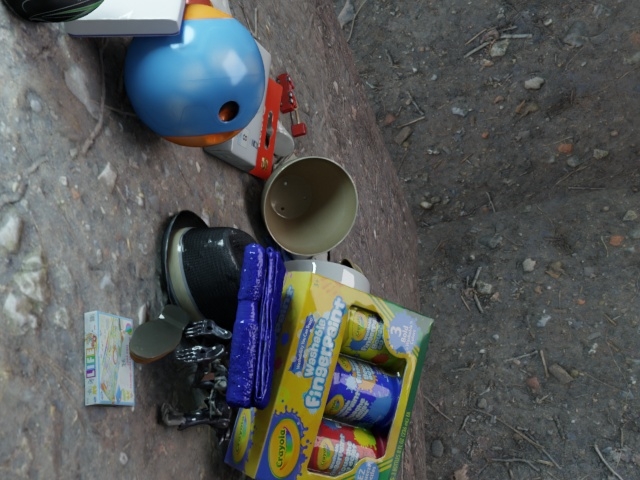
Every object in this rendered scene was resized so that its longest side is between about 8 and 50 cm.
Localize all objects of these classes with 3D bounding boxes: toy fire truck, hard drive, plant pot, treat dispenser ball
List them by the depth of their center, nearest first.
[{"bbox_3d":[-0.362,-0.519,1.359,0.040,0.210,0.318,88,2,-54],"label":"hard drive"},{"bbox_3d":[-0.258,-0.338,1.427,0.288,0.288,0.288,-12,90,-73],"label":"treat dispenser ball"},{"bbox_3d":[-0.057,-0.113,2.021,0.191,0.284,0.284,29,-40,65],"label":"plant pot"},{"bbox_3d":[-0.100,-0.473,2.418,0.135,0.047,0.192,38,42,-65],"label":"toy fire truck"}]

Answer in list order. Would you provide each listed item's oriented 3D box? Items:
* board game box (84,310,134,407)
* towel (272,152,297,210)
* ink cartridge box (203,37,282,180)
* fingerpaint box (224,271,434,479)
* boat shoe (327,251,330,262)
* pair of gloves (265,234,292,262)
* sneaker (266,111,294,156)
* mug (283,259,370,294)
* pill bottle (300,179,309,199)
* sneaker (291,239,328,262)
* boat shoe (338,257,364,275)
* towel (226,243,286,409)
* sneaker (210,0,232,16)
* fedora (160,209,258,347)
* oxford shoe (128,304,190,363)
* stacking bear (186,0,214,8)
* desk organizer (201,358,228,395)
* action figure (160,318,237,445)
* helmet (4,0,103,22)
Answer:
[{"bbox_3d":[-0.360,0.205,1.181,0.103,0.026,0.154,37,44,-65],"label":"board game box"},{"bbox_3d":[-0.083,-0.133,2.246,0.187,0.049,0.282,-56,133,-65],"label":"towel"},{"bbox_3d":[-0.170,-0.345,1.899,0.385,0.091,0.308,21,75,-67],"label":"ink cartridge box"},{"bbox_3d":[0.031,0.334,1.573,0.371,0.163,0.445,23,76,-29],"label":"fingerpaint box"},{"bbox_3d":[0.000,0.000,2.251,0.228,0.069,0.081,89,17,-56],"label":"boat shoe"},{"bbox_3d":[-0.117,0.063,2.042,0.198,0.023,0.159,5,72,-76],"label":"pair of gloves"},{"bbox_3d":[-0.146,-0.354,2.162,0.212,0.080,0.094,55,17,-49],"label":"sneaker"},{"bbox_3d":[-0.047,0.234,1.769,0.374,0.276,0.328,36,53,-46],"label":"mug"},{"bbox_3d":[-0.063,-0.185,2.147,0.067,0.067,0.120,-48,125,-69],"label":"pill bottle"},{"bbox_3d":[-0.020,0.092,2.173,0.290,0.106,0.123,55,28,-62],"label":"sneaker"},{"bbox_3d":[0.111,0.213,2.522,0.110,0.122,0.341,54,18,-43],"label":"boat shoe"},{"bbox_3d":[-0.115,0.178,1.366,0.227,0.076,0.308,68,27,-75],"label":"towel"},{"bbox_3d":[-0.297,-0.603,1.792,0.169,0.108,0.292,-85,158,-50],"label":"sneaker"},{"bbox_3d":[-0.210,0.079,1.525,0.334,0.152,0.334,-12,90,-72],"label":"fedora"},{"bbox_3d":[-0.302,0.189,1.277,0.076,0.076,0.212,33,13,2],"label":"oxford shoe"},{"bbox_3d":[-0.324,-0.645,1.659,0.175,0.164,0.289,-167,-106,-73],"label":"stacking bear"},{"bbox_3d":[-0.216,0.320,1.521,0.050,0.047,0.130,-82,154,-43],"label":"desk organizer"},{"bbox_3d":[-0.233,0.287,1.352,0.164,0.141,0.275,-91,-177,-54],"label":"action figure"},{"bbox_3d":[-0.436,-0.447,1.154,0.169,0.161,0.169,-12,90,-73],"label":"helmet"}]
